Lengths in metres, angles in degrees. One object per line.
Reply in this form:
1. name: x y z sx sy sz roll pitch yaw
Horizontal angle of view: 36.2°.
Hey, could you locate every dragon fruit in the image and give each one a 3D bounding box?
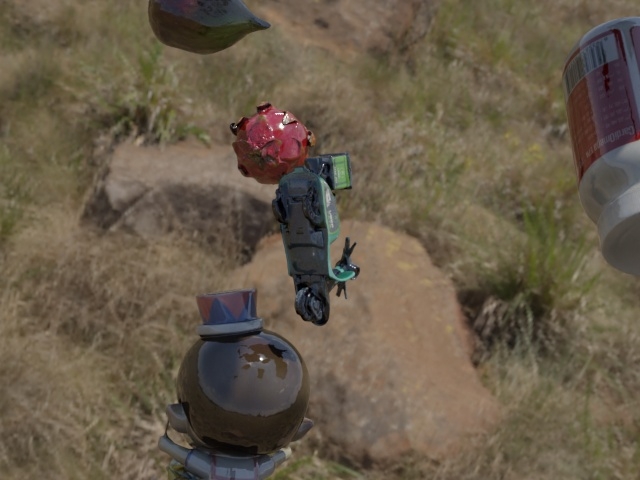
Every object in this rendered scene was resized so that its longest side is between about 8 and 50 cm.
1. dragon fruit: -0.075 -0.154 1.585 0.166 0.133 0.136 49 20 -81

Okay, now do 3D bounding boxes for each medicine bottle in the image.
1. medicine bottle: 0.313 -0.096 0.958 0.131 0.131 0.250 13 52 -13

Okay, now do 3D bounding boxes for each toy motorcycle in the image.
1. toy motorcycle: 0.000 0.000 1.009 0.058 0.173 0.100 -1 9 36

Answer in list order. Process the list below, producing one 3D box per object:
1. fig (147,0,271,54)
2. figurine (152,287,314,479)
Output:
1. fig: -0.139 -0.282 1.229 0.154 0.103 0.109 6 33 -7
2. figurine: -0.095 0.185 1.046 0.161 0.276 0.158 12 10 -24
